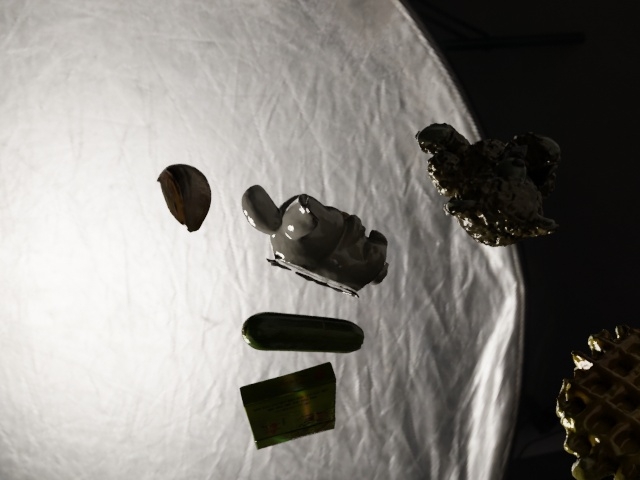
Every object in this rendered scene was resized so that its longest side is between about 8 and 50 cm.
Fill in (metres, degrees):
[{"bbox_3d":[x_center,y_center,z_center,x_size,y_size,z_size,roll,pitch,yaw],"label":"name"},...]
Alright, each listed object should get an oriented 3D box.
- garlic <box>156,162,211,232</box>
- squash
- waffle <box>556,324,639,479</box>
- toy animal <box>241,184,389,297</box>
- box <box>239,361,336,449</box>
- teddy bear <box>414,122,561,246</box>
[{"bbox_3d":[-0.293,-0.112,1.570,0.101,0.087,0.195,-58,48,20],"label":"garlic"},{"bbox_3d":[-0.028,0.154,1.208,0.229,0.066,0.066,9,152,-33],"label":"squash"},{"bbox_3d":[0.473,0.225,0.963,0.312,0.307,0.060,4,130,26],"label":"waffle"},{"bbox_3d":[-0.003,0.000,1.414,0.208,0.154,0.325,12,168,35],"label":"toy animal"},{"bbox_3d":[-0.056,0.328,1.414,0.173,0.043,0.311,-14,151,-8],"label":"box"},{"bbox_3d":[0.292,-0.090,1.247,0.267,0.256,0.156,7,117,-3],"label":"teddy bear"}]
